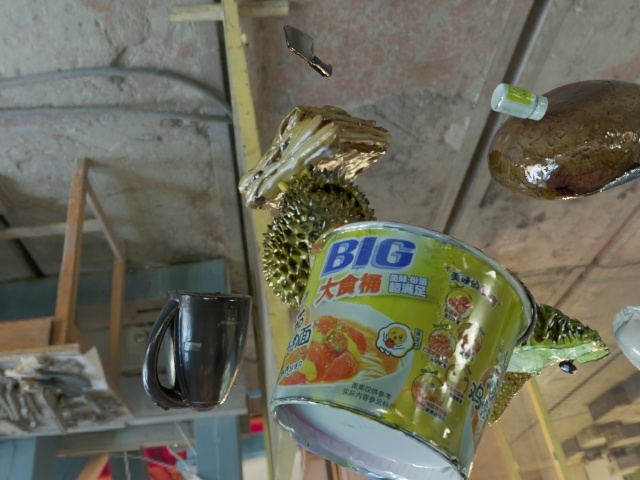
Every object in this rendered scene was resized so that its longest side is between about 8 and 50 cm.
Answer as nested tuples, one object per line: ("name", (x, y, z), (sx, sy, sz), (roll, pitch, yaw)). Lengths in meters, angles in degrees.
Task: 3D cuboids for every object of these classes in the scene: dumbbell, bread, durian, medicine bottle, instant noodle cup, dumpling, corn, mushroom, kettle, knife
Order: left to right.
("kettle", (-0.305, 0.267, 1.437), (0.207, 0.290, 0.268), (4, 177, 45))
("knife", (-0.027, -0.385, 1.200), (0.028, 0.060, 0.230), (3, 180, 22))
("bread", (-0.027, -0.233, 1.630), (0.370, 0.192, 0.314), (-35, 165, 32))
("durian", (0.011, 0.003, 1.193), (0.258, 0.293, 0.258), (1, 148, 1))
("instant noodle cup", (0.057, 0.104, 0.493), (0.205, 0.153, 0.205), (19, 150, 11))
("corn", (0.469, 0.323, 1.481), (0.313, 0.102, 0.102), (-50, 143, -4))
("durian", (0.386, 0.215, 1.164), (0.163, 0.198, 0.394), (-44, -177, -28))
("medicine bottle", (0.332, -0.231, 0.998), (0.083, 0.047, 0.047), (12, 144, -9))
("dumbbell", (0.581, 0.266, 1.368), (0.036, 0.040, 0.083), (26, 102, 4))
("mushroom", (0.502, -0.197, 1.181), (0.239, 0.345, 0.345), (43, 128, -13))
("dumpling", (0.803, 0.242, 1.455), (0.124, 0.229, 0.151), (-2, 130, -24))
